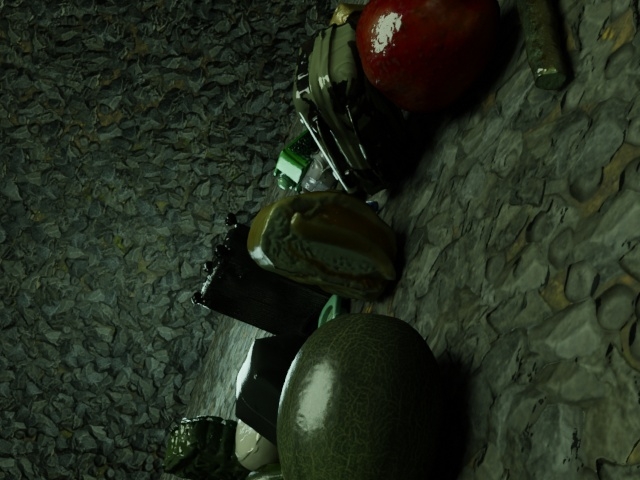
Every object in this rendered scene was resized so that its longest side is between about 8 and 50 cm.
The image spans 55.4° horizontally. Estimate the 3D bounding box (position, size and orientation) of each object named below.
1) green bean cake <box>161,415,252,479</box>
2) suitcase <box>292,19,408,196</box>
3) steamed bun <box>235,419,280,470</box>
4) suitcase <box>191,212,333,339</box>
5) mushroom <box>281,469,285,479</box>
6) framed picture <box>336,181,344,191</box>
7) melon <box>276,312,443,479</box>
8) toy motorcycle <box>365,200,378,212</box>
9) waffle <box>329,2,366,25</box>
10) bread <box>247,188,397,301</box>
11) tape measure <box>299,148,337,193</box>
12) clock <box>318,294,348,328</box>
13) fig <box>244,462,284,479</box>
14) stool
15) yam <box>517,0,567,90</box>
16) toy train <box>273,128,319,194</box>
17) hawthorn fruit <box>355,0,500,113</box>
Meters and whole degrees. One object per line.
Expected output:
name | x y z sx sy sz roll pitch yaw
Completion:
green bean cake | -0.300 0.592 1.698 0.241 0.255 0.132 -48 28 45
suitcase | 0.064 -0.271 1.365 0.193 0.351 0.339 -17 43 22
steamed bun | -0.116 0.450 1.453 0.177 0.130 0.228 -56 15 9
suitcase | -0.135 0.109 1.584 0.152 0.335 0.230 -79 16 -47
mushroom | -0.014 0.421 1.155 0.148 0.112 0.148 17 -90 -80
framed picture | 0.042 -0.091 1.702 0.247 0.022 0.335 100 -175 -71
melon | 0.057 0.257 0.875 0.237 0.237 0.302 149 136 -67
toy motorcycle | 0.082 -0.037 1.534 0.114 0.076 0.205 -66 14 -16
waffle | 0.115 -0.477 1.592 0.348 0.077 0.304 -22 -32 -44
bread | 0.000 0.000 1.335 0.341 0.300 0.210 160 131 -77
tape measure | 0.024 -0.246 1.920 0.197 0.120 0.236 -62 6 -10
clock | 0.031 0.199 1.443 0.135 0.041 0.101 -88 23 -48
fig | -0.078 0.516 1.296 0.177 0.117 0.117 -40 26 24
stool | -0.068 0.317 1.300 0.232 0.232 0.141 -97 30 -61
yam | 0.353 -0.336 0.973 0.061 0.061 0.274 128 157 -49
toy train | -0.056 -0.283 2.113 0.243 0.132 0.188 -46 -9 -36
hawthorn fruit | 0.223 -0.395 1.172 0.307 0.265 0.265 -25 41 38
